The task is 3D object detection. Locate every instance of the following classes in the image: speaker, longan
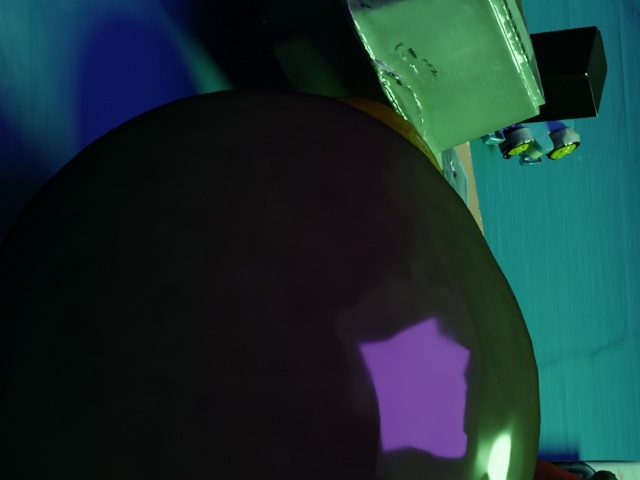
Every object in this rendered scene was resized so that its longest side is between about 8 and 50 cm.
[{"bbox_3d":[0.134,-0.138,1.122,0.082,0.218,0.044,-66,145,-46],"label":"speaker"},{"bbox_3d":[-0.035,0.078,0.633,0.297,0.297,0.297,-4,90,-67],"label":"longan"}]

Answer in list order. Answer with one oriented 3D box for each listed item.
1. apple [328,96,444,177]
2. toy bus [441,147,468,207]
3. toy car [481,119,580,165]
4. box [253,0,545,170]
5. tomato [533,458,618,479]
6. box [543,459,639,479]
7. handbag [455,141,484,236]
[{"bbox_3d":[0.000,0.000,0.847,0.155,0.182,0.183,-15,101,-43],"label":"apple"},{"bbox_3d":[0.042,0.046,0.987,0.106,0.131,0.297,59,36,-48],"label":"toy bus"},{"bbox_3d":[0.216,-0.137,1.504,0.161,0.098,0.126,-15,71,-39],"label":"toy car"},{"bbox_3d":[0.050,-0.210,0.949,0.220,0.166,0.291,52,27,-51],"label":"box"},{"bbox_3d":[0.159,0.328,1.156,0.335,0.176,0.290,33,74,-76],"label":"tomato"},{"bbox_3d":[0.357,0.381,1.687,0.369,0.112,0.190,19,68,-66],"label":"box"},{"bbox_3d":[0.097,-0.011,1.215,0.212,0.059,0.157,-50,131,-57],"label":"handbag"}]
